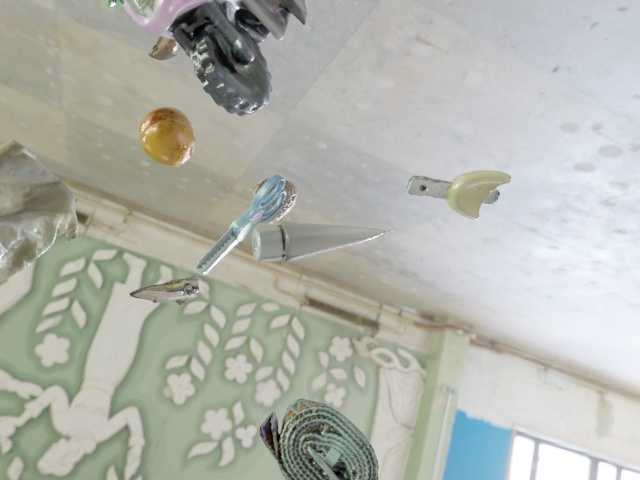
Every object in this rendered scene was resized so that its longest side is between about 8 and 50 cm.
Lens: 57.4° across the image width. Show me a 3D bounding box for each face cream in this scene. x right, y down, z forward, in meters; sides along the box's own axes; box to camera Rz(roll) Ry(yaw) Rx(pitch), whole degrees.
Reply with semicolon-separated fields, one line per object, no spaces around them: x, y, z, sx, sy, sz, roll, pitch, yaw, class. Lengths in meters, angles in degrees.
0.000;0.000;1.355;0.314;0.089;0.143;-3;174;-19;face cream

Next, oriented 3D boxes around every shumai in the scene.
-0.148;-0.122;1.632;0.145;0.145;0.116;38;-170;-48;shumai

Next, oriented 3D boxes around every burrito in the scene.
-0.516;-0.028;0.832;0.190;0.331;0.135;43;146;14;burrito

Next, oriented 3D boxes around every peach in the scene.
-0.359;-0.244;1.369;0.138;0.138;0.138;15;162;5;peach

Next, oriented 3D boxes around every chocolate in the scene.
-0.201;-0.293;0.834;0.064;0.101;0.031;-20;133;39;chocolate

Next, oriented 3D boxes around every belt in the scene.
0.008;0.509;1.402;0.295;0.206;0.160;53;173;5;belt

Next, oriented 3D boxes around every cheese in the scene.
0.307;-0.114;1.326;0.234;0.050;0.127;7;122;-19;cheese

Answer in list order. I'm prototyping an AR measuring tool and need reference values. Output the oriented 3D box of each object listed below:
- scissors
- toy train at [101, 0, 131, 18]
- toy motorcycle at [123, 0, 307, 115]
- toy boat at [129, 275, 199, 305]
-0.161;-0.028;1.211;0.030;0.256;0.125;39;164;15;scissors
-0.438;-0.676;1.285;0.237;0.150;0.369;32;137;9;toy train
-0.114;-0.293;0.644;0.143;0.327;0.188;-26;137;37;toy motorcycle
-0.413;0.137;1.554;0.210;0.066;0.084;0;144;-50;toy boat
